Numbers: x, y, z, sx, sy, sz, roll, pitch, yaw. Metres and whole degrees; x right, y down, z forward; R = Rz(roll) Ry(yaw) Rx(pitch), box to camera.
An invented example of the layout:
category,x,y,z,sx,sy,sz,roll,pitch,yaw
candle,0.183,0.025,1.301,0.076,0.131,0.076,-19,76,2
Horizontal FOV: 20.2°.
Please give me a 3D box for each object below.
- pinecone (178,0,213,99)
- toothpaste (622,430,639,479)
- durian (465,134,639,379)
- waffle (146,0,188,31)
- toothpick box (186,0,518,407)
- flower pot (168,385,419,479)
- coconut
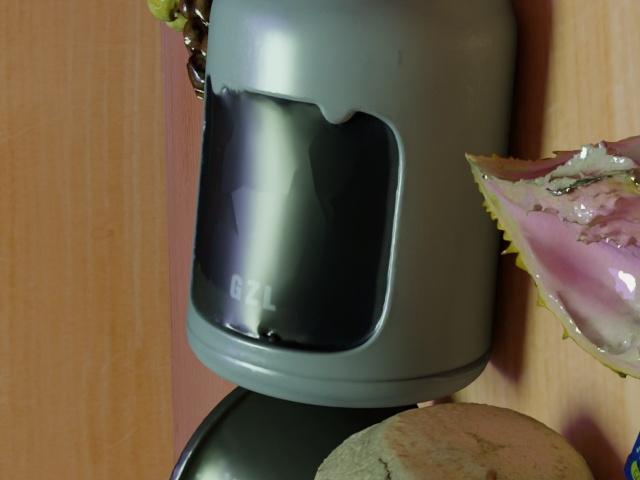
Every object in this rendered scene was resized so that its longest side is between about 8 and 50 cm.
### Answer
category,x,y,z,sx,sy,sz,roll,pitch,yaw
pinecone,-0.013,-0.191,1.585,0.221,0.221,0.221,179,90,-77
toothpaste,0.230,0.206,0.863,0.320,0.066,0.076,-104,19,-46
durian,0.165,-0.006,0.924,0.182,0.132,0.165,-35,41,46
waffle,-0.047,-0.305,1.663,0.056,0.250,0.261,42,129,28
toothpick box,0.033,-0.079,1.352,0.263,0.263,0.354,-127,39,-68
flower pot,0.022,0.239,1.448,0.166,0.269,0.269,32,125,47
coconut,0.087,0.231,1.177,0.224,0.224,0.234,-120,33,-64
